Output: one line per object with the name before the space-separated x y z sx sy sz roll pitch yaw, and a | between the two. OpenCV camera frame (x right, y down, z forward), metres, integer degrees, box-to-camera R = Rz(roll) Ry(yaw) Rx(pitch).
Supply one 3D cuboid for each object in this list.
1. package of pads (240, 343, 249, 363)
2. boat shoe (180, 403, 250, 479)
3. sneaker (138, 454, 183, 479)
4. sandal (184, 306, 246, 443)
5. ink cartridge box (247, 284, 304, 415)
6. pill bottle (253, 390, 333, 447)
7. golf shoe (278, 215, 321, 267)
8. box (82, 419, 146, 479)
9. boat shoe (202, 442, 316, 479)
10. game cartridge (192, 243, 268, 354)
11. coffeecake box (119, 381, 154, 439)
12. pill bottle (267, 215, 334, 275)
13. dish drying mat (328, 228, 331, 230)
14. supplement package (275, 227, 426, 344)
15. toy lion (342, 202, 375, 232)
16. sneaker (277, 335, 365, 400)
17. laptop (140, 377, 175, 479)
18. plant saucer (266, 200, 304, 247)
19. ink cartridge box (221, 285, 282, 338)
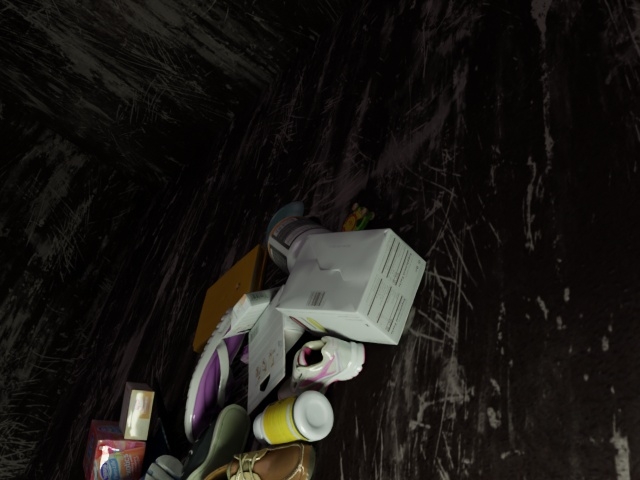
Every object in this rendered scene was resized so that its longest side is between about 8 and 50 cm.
package of pads | -0.186 0.309 1.818 0.083 0.032 0.050 -34 29 39
boat shoe | -0.278 0.560 1.561 0.113 0.127 0.340 -32 32 43
sneaker | -0.494 0.732 1.715 0.182 0.127 0.315 -50 -2 38
sandal | -0.270 0.362 1.811 0.102 0.169 0.416 5 54 16
ink cartridge box | -0.113 0.277 1.606 0.275 0.060 0.239 126 148 -49
pill bottle | -0.065 0.393 1.407 0.184 0.103 0.103 -30 35 43
golf shoe | -0.070 -0.006 1.936 0.198 0.077 0.094 -51 19 21
box | -0.636 0.656 1.988 0.300 0.142 0.154 174 107 -67
boat shoe | -0.145 0.512 1.385 0.324 0.120 0.122 -39 30 33
game cartridge | -0.299 0.200 2.147 0.324 0.053 0.285 -40 29 35
coffeecake box | -0.562 0.515 1.973 0.185 0.068 0.142 170 109 -68
pill bottle | -0.029 0.035 1.719 0.162 0.162 0.278 -56 25 -1
dish drying mat | 0.000 0.000 1.892 0.083 0.008 0.032 -40 30 30
supplement package | 0.065 0.101 1.434 0.262 0.145 0.204 -4 55 48
toy lion | 0.096 -0.048 1.755 0.096 0.034 0.100 -61 24 4
sneaker | -0.021 0.285 1.450 0.252 0.111 0.103 -43 28 27
laptop | -0.514 0.591 1.930 0.137 0.264 0.234 -15 22 -13
plant saucer | -0.131 -0.058 2.168 0.195 0.037 0.195 -41 29 28
ink cartridge box | -0.174 0.189 1.714 0.179 0.145 0.045 -45 65 41
